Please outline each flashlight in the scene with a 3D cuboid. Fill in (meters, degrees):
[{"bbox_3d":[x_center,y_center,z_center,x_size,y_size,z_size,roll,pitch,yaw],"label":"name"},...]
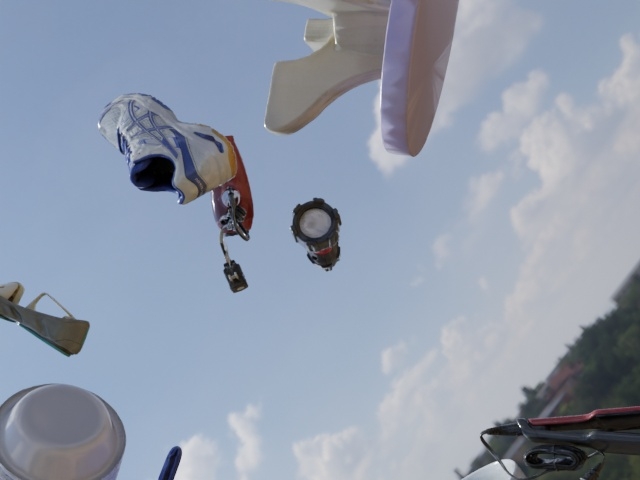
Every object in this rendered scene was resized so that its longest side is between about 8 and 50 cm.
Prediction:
[{"bbox_3d":[0.000,0.000,1.900,0.103,0.103,0.304,-55,-12,-10],"label":"flashlight"}]

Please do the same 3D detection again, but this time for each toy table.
[{"bbox_3d":[0.042,-0.227,0.913,0.252,0.160,0.274,52,-131,-67],"label":"toy table"}]

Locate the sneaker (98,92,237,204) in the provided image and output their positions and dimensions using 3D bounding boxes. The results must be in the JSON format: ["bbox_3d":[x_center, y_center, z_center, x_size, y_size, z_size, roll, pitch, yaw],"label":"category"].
[{"bbox_3d":[-0.277,-0.148,1.478,0.131,0.296,0.112,-41,-42,-33],"label":"sneaker"}]

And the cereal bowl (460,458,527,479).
[{"bbox_3d":[0.312,0.610,1.904,0.339,0.141,0.339,-38,-3,-3],"label":"cereal bowl"}]

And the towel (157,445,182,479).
[{"bbox_3d":[-0.359,0.577,1.960,0.336,0.040,0.243,120,170,-64],"label":"towel"}]

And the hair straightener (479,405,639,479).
[{"bbox_3d":[0.289,0.232,1.035,0.047,0.230,0.089,58,-143,-41],"label":"hair straightener"}]

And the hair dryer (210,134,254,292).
[{"bbox_3d":[-0.150,-0.075,1.673,0.080,0.294,0.224,-6,-37,-14],"label":"hair dryer"}]

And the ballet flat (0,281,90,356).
[{"bbox_3d":[-0.431,0.098,1.336,0.072,0.213,0.068,82,-147,-77],"label":"ballet flat"}]

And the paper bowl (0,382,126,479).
[{"bbox_3d":[-0.553,0.417,1.943,0.284,0.284,0.148,-32,-29,-49],"label":"paper bowl"}]
